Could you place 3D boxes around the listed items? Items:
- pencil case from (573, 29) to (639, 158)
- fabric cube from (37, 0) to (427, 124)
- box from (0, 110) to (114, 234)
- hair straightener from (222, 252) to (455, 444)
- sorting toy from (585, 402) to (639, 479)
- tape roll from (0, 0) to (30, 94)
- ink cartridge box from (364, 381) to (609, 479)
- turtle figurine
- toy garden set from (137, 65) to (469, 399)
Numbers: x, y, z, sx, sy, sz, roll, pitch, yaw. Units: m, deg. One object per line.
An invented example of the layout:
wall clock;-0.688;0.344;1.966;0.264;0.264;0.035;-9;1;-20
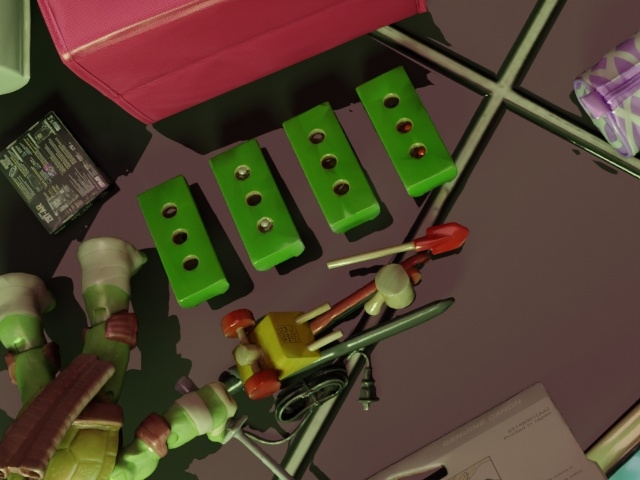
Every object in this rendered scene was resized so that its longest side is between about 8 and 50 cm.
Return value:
pencil case;0.298;-0.151;1.119;0.206;0.088;0.086;-38;81;4
fabric cube;-0.084;-0.266;1.083;0.258;0.259;0.254;-20;83;5
box;-0.226;-0.057;1.205;0.067;0.018;0.083;-40;83;3
hair straightener;0.010;0.103;1.154;0.230;0.047;0.089;-31;83;4
sorting toy;0.316;0.202;1.119;0.208;0.038;0.193;-44;83;2
tape roll;-0.351;-0.209;1.107;0.246;0.246;0.169;-1;87;6
ink cartridge box;0.088;0.256;1.058;0.296;0.261;0.066;-30;112;4
turtle figurine;-0.166;0.153;1.136;0.198;0.275;0.266;-42;51;43
toy garden set;0.000;0.000;1.143;0.244;0.049;0.204;-26;63;2
